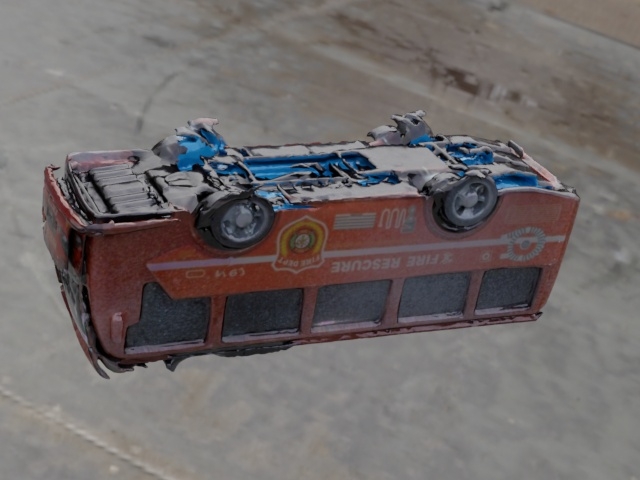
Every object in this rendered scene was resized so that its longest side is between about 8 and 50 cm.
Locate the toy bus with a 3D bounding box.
[{"bbox_3d":[0.000,0.000,0.476,0.235,0.096,0.073,-6,30,-23],"label":"toy bus"}]
